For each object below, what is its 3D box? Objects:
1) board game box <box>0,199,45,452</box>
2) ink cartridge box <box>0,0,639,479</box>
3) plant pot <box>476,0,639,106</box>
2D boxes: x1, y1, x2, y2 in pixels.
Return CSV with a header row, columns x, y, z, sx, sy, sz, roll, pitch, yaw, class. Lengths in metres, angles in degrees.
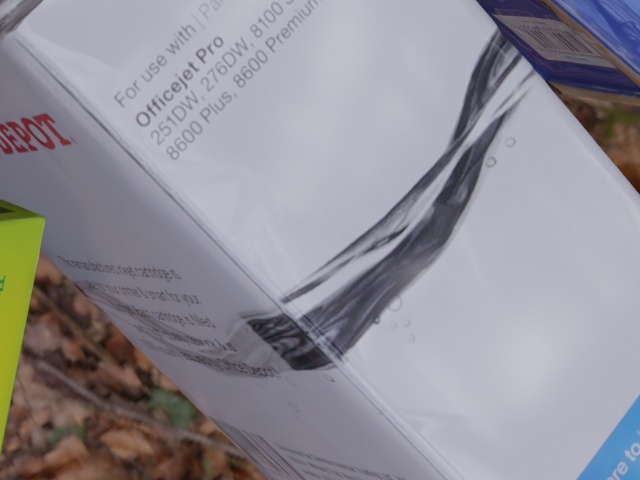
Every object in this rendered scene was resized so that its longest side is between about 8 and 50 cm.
x,y,z,sx,sy,sz,roll,pitch,yaw,class
-0.139,0.067,0.436,0.043,0.092,0.181,-11,117,-60,board game box
0.000,0.000,0.769,0.395,0.285,0.166,47,72,-19,ink cartridge box
0.198,-0.219,1.058,0.236,0.236,0.212,35,84,-27,plant pot
